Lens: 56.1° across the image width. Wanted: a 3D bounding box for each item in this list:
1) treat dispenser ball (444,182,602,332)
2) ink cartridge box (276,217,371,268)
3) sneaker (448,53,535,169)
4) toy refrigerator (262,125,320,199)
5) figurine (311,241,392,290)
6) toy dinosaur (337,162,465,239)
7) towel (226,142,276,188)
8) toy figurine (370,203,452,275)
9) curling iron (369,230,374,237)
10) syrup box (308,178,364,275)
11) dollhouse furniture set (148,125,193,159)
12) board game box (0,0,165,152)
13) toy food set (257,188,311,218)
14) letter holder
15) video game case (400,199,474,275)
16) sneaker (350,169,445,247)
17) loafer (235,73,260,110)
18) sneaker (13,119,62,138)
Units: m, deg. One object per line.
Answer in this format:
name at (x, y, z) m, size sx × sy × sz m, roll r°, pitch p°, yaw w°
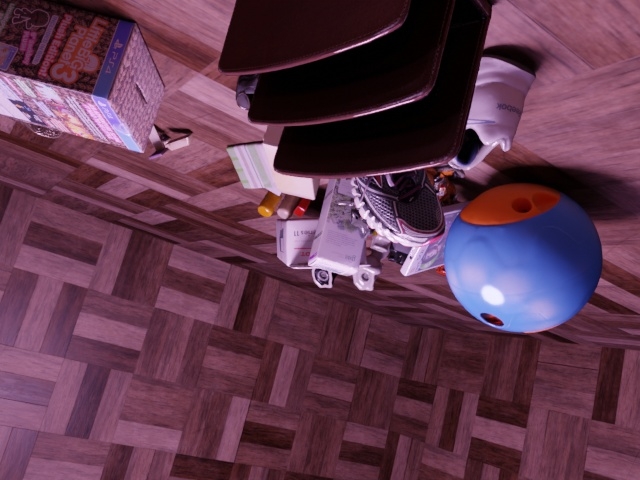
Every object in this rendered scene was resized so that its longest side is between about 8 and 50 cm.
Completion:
treat dispenser ball at (0.383, 0.032, 1.154) m, size 0.288 × 0.288 × 0.288 m, roll 14°, pitch 168°, yaw 3°
ink cartridge box at (0.000, 0.000, 1.576) m, size 0.207 × 0.119 × 0.353 m, roll -1°, pitch -177°, yaw -10°
sneaker at (0.188, -0.164, 0.888) m, size 0.110 × 0.130 × 0.297 m, roll 16°, pitch 169°, yaw -15°
toy refrigerator at (-0.048, -0.175, 1.178) m, size 0.094 × 0.102 × 0.269 m, roll 14°, pitch 168°, yaw 4°
figurine at (0.107, 0.053, 1.827) m, size 0.214 × 0.209 × 0.092 m, roll 2°, pitch 123°, yaw 24°
toy dinosaur at (0.150, -0.127, 1.148) m, size 0.218 × 0.165 × 0.322 m, roll -17°, pitch 137°, yaw 27°
towel at (-0.144, -0.172, 1.375) m, size 0.152 × 0.023 × 0.113 m, roll 5°, pitch 125°, yaw 44°
toy figurine at (0.242, -0.017, 1.467) m, size 0.209 × 0.148 × 0.213 m, roll 13°, pitch 171°, yaw 35°
curling iron at (0.138, -0.014, 1.821) m, size 0.068 × 0.035 × 0.274 m, roll 25°, pitch 164°, yaw -40°
syrup box at (0.051, -0.051, 1.289) m, size 0.093 × 0.237 × 0.096 m, roll 16°, pitch 167°, yaw -10°
dollhouse furniture set at (-0.350, -0.255, 1.391) m, size 0.114 × 0.091 × 0.081 m, roll -14°, pitch 115°, yaw 20°
board game box at (-0.450, -0.289, 1.041) m, size 0.290 × 0.141 × 0.232 m, roll 15°, pitch 168°, yaw 0°
toy food set at (-0.066, -0.135, 1.463) m, size 0.111 × 0.105 × 0.232 m, roll 29°, pitch 148°, yaw -4°
letter holder at (0.019, -0.199, 0.725) m, size 0.301 × 0.215 × 0.152 m, roll 3°, pitch 163°, yaw 44°
video game case at (0.272, -0.009, 1.280) m, size 0.190 × 0.173 × 0.022 m, roll -13°, pitch -131°, yaw -37°
sneaker at (0.092, -0.124, 0.901) m, size 0.299 × 0.120 × 0.112 m, roll 57°, pitch 159°, yaw 2°
loafer at (-0.110, -0.247, 1.020) m, size 0.062 × 0.061 × 0.170 m, roll 18°, pitch 168°, yaw -20°
sneaker at (-0.726, -0.315, 1.473) m, size 0.188 × 0.066 × 0.071 m, roll 30°, pitch 178°, yaw -34°
